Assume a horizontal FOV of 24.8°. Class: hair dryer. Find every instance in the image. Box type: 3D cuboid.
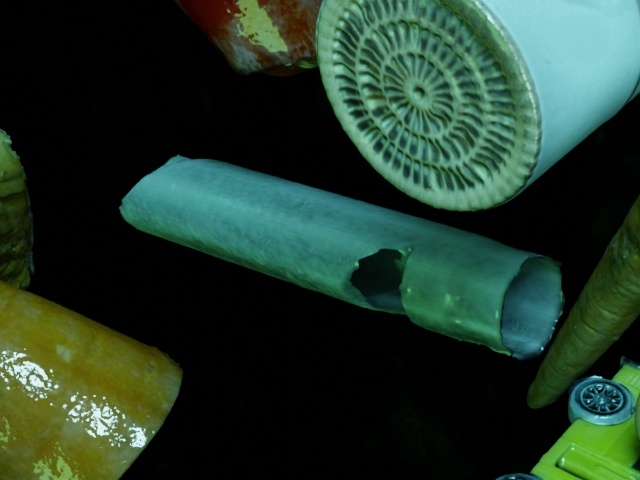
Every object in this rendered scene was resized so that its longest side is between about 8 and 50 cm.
[{"bbox_3d":[0.016,-0.198,0.579,0.357,0.173,0.107,54,143,-3],"label":"hair dryer"}]

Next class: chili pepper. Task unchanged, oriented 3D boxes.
[{"bbox_3d":[-0.057,-0.167,0.771,0.086,0.084,0.192,-27,102,21],"label":"chili pepper"}]

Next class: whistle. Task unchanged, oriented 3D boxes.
[{"bbox_3d":[0.000,0.000,0.863,0.312,0.062,0.062,18,132,40],"label":"whistle"}]

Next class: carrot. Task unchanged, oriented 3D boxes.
[{"bbox_3d":[-0.235,0.091,1.078,0.225,0.159,0.159,39,146,-9],"label":"carrot"},{"bbox_3d":[0.152,0.024,0.729,0.049,0.049,0.254,43,146,14],"label":"carrot"}]

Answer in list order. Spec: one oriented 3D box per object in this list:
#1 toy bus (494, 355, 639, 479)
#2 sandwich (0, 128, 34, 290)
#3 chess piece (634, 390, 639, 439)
[{"bbox_3d":[0.142,0.149,0.731,0.101,0.175,0.088,24,136,30],"label":"toy bus"},{"bbox_3d":[-0.333,-0.074,1.149,0.251,0.087,0.226,40,155,18],"label":"sandwich"},{"bbox_3d":[0.308,0.167,0.619,0.397,0.117,0.117,37,141,24],"label":"chess piece"}]
